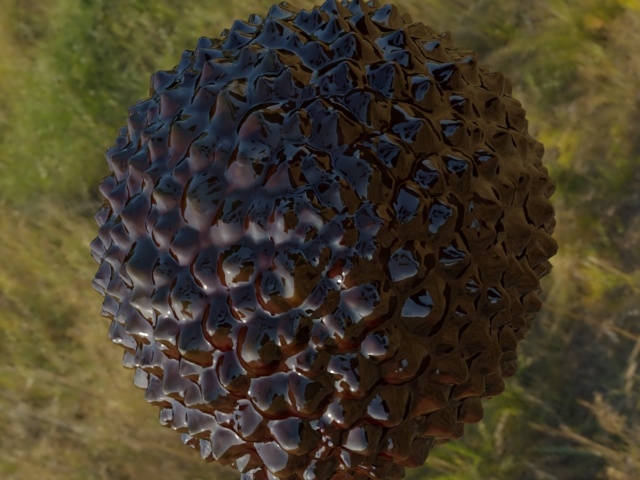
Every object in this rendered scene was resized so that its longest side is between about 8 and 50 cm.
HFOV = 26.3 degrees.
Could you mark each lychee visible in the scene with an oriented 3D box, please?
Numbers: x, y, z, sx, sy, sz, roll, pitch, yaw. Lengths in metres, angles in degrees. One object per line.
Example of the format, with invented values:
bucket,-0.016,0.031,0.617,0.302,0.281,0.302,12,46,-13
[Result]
lychee,0.000,0.000,0.861,0.306,0.306,0.330,-56,10,18
